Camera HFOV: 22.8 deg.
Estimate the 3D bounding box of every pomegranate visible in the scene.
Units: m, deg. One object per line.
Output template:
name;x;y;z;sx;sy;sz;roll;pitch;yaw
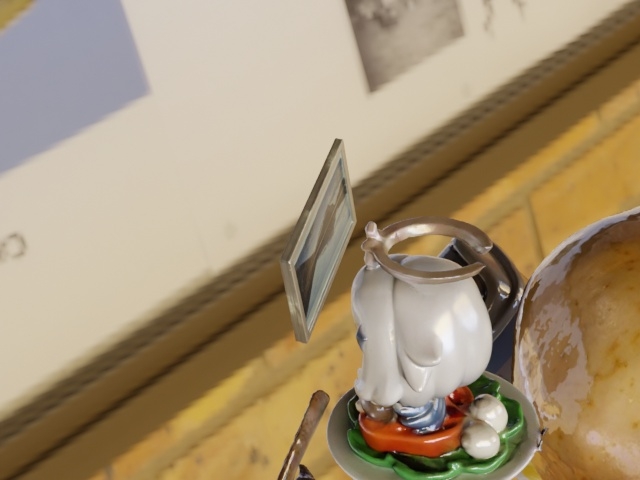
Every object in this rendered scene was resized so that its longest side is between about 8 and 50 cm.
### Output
pomegranate;0.385;0.124;1.602;0.411;0.412;0.411;-15;-158;6

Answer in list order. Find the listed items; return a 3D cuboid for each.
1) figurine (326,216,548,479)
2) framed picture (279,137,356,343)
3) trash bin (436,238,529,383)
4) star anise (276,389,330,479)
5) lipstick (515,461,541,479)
figurine;0.065;0.058;0.913;0.132;0.154;0.132;-3;-147;2
framed picture;0.000;0.000;1.878;0.015;0.150;0.203;9;-130;17
trash bin;0.225;0.134;2.086;0.209;0.290;0.182;-49;-151;11
star anise;-0.006;0.356;1.649;0.109;0.350;0.292;1;-160;-20
lipstick;0.325;0.255;1.937;0.059;0.059;0.264;-31;-178;-30
